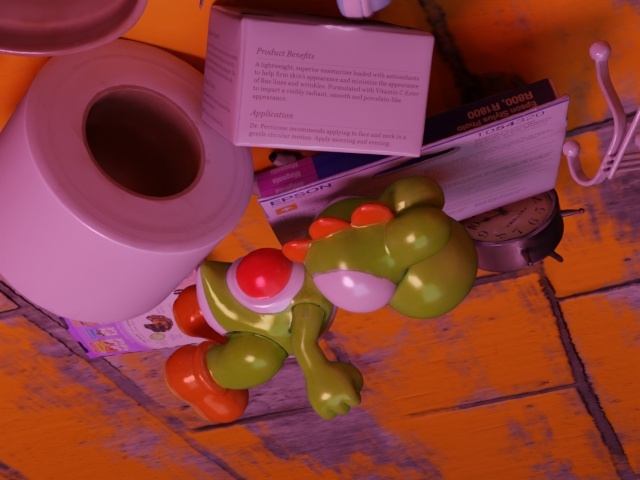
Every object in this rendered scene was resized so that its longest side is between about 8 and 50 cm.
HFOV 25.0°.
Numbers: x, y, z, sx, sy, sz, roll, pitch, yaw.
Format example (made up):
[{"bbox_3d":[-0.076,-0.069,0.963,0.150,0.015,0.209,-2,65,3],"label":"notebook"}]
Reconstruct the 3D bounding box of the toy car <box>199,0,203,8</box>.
[{"bbox_3d":[-0.098,-0.278,1.199,0.149,0.155,0.188,0,164,-11],"label":"toy car"}]

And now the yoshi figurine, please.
[{"bbox_3d":[0.018,0.062,1.487,0.362,0.203,0.203,-31,178,35],"label":"yoshi figurine"}]

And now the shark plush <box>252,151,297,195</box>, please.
[{"bbox_3d":[-0.008,-0.075,1.705,0.161,0.073,0.067,-14,179,-15],"label":"shark plush"}]

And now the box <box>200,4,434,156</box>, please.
[{"bbox_3d":[-0.008,-0.154,1.372,0.181,0.119,0.182,3,-168,-15],"label":"box"}]

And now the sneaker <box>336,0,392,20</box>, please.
[{"bbox_3d":[0.105,-0.300,1.205,0.208,0.127,0.319,-4,153,-1],"label":"sneaker"}]

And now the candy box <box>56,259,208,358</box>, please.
[{"bbox_3d":[-0.235,0.082,1.906,0.196,0.070,0.165,-8,151,5],"label":"candy box"}]

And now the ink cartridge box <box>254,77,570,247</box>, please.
[{"bbox_3d":[0.099,-0.076,1.550,0.324,0.071,0.330,-18,164,1],"label":"ink cartridge box"}]

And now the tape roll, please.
[{"bbox_3d":[-0.211,-0.059,1.467,0.246,0.246,0.169,10,148,-27],"label":"tape roll"}]

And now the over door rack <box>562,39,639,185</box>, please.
[{"bbox_3d":[0.397,-0.197,1.425,0.240,0.108,0.324,-10,144,-34],"label":"over door rack"}]

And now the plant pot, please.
[{"bbox_3d":[-0.256,-0.263,1.207,0.237,0.109,0.237,2,154,1],"label":"plant pot"}]

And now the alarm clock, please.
[{"bbox_3d":[0.208,-0.024,1.723,0.192,0.129,0.064,25,145,39],"label":"alarm clock"}]
